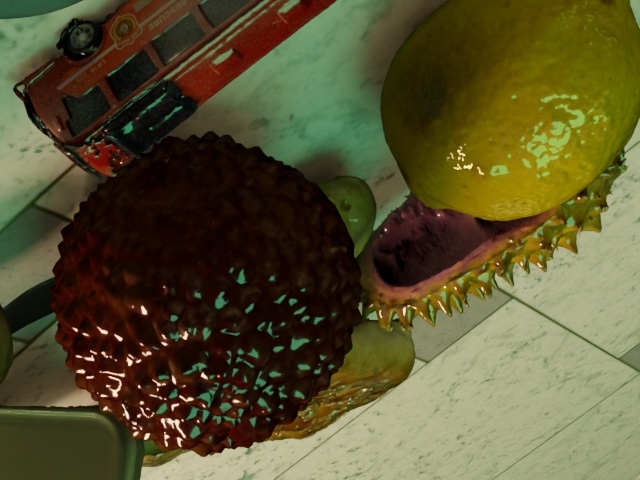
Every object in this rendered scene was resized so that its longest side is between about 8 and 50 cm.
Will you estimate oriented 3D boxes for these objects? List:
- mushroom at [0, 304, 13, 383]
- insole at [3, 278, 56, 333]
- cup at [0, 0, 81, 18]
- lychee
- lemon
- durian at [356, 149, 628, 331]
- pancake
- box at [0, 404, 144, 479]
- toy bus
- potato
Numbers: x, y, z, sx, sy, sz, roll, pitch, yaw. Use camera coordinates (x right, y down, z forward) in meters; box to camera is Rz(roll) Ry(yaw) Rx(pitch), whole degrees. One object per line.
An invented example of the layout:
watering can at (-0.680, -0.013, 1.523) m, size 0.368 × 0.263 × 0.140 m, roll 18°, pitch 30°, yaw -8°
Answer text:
mushroom at (-0.414, 0.129, 0.962) m, size 0.350 × 0.128 × 0.128 m, roll -25°, pitch 151°, yaw -18°
insole at (-0.277, 0.070, 1.120) m, size 0.152 × 0.002 × 0.053 m, roll -34°, pitch 151°, yaw 4°
cup at (-0.131, -0.254, 0.564) m, size 0.257 × 0.219 × 0.290 m, roll -55°, pitch 175°, yaw 37°
lychee at (-0.095, 0.041, 1.012) m, size 0.264 × 0.300 × 0.264 m, roll -1°, pitch 116°, yaw -1°
lemon at (0.159, -0.121, 1.027) m, size 0.204 × 0.204 × 0.260 m, roll 1°, pitch 144°, yaw -44°
durian at (0.179, -0.020, 1.179) m, size 0.341 × 0.191 × 0.112 m, roll -45°, pitch 132°, yaw 7°
pancake at (-0.078, 0.179, 1.319) m, size 0.387 × 0.082 × 0.387 m, roll -15°, pitch 164°, yaw -4°
box at (-0.291, 0.239, 1.160) m, size 0.274 × 0.138 × 0.178 m, roll 3°, pitch 155°, yaw 7°
toy bus at (-0.102, -0.140, 0.862) m, size 0.235 × 0.096 × 0.073 m, roll -37°, pitch 148°, yaw 8°
potato at (0.000, 0.000, 1.182) m, size 0.107 × 0.080 × 0.170 m, roll -60°, pitch -176°, yaw -28°
